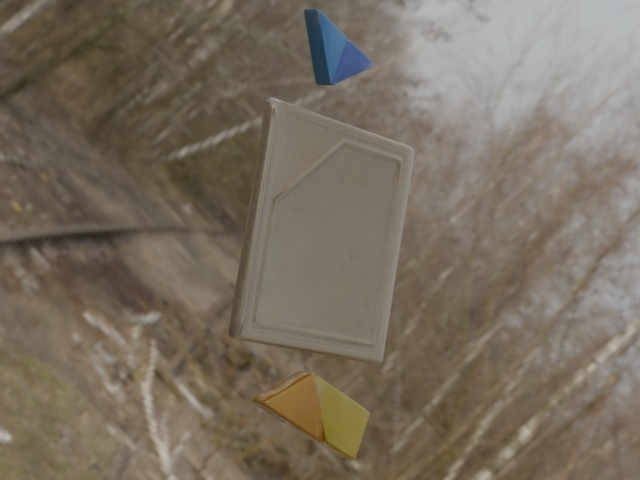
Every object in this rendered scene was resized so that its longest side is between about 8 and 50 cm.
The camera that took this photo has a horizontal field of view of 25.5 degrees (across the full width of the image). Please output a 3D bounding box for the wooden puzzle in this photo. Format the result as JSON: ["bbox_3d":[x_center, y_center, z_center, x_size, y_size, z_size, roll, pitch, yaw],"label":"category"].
[{"bbox_3d":[0.000,0.000,0.409,0.014,0.116,0.078,5,-13,39],"label":"wooden puzzle"}]
